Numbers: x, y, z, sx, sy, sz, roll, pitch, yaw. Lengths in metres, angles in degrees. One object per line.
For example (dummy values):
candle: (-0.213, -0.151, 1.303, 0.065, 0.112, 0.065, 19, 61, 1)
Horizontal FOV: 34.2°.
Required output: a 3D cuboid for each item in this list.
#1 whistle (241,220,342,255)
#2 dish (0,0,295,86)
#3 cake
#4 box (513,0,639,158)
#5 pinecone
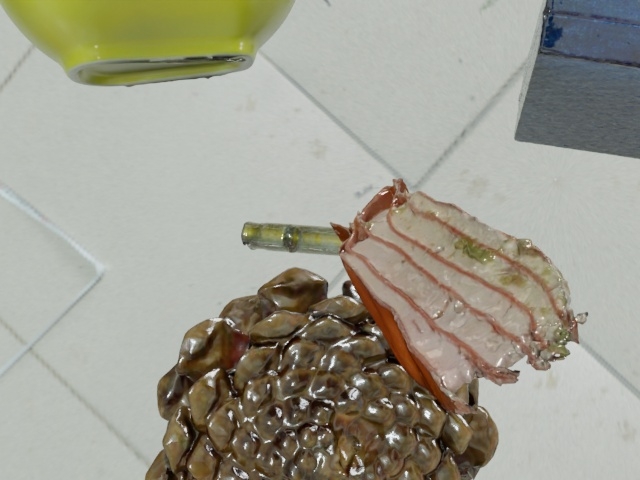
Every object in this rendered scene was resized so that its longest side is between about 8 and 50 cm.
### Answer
whistle: (0.000, -0.001, 1.944, 0.327, 0.068, 0.057, 3, 97, 29)
dish: (-0.121, -0.180, 0.798, 0.263, 0.221, 0.108, -5, 90, -8)
cake: (0.093, 0.048, 0.695, 0.098, 0.287, 0.135, -29, 110, -5)
box: (0.378, -0.194, 1.234, 0.262, 0.279, 0.116, 11, 79, 7)
pinecone: (-0.006, 0.204, 1.131, 0.385, 0.384, 0.384, 1, 93, 13)
